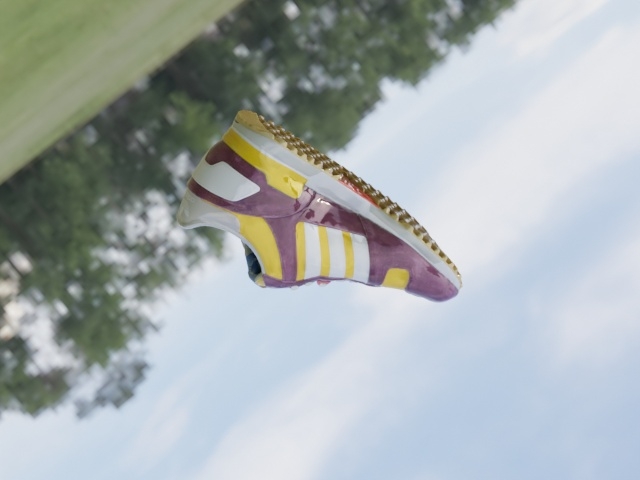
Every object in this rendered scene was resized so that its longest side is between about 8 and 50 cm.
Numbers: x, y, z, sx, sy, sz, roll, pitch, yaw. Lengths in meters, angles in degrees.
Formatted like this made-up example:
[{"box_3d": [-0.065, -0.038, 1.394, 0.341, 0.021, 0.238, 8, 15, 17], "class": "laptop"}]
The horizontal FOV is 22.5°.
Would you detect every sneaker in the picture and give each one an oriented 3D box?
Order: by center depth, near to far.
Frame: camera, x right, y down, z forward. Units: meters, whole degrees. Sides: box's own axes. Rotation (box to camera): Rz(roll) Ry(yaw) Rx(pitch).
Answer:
[{"box_3d": [0.000, 0.000, 0.957, 0.084, 0.185, 0.069, -52, -154, 8], "class": "sneaker"}]
